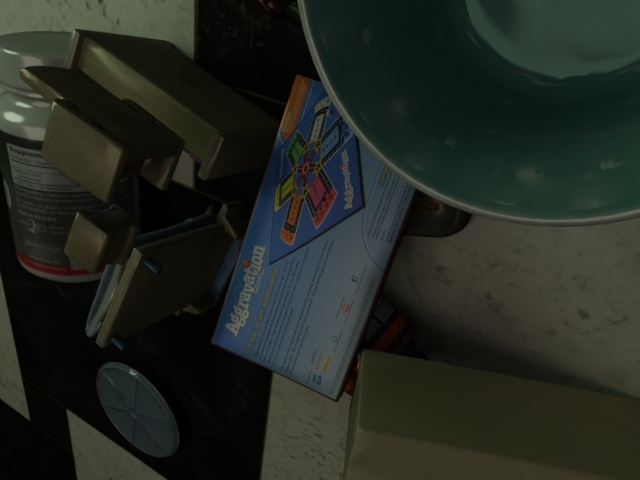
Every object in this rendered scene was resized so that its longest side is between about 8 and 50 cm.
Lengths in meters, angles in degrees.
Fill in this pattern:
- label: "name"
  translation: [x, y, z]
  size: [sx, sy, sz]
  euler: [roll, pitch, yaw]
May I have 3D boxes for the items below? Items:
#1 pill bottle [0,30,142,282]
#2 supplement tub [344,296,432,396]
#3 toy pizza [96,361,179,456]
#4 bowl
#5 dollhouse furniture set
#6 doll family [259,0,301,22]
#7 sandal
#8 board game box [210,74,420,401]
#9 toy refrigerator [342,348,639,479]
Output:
- label: "pill bottle"
  translation: [-0.313, -0.104, 0.688]
  size: [0.161, 0.161, 0.283]
  euler: [22, 123, 23]
- label: "supplement tub"
  translation: [0.028, 0.097, 0.598]
  size: [0.198, 0.106, 0.106]
  euler: [41, 128, 9]
- label: "toy pizza"
  translation: [-0.322, 0.299, 0.976]
  size: [0.201, 0.032, 0.201]
  euler: [16, 121, 27]
- label: "bowl"
  translation: [0.156, -0.181, 0.340]
  size: [0.312, 0.163, 0.311]
  euler: [15, 120, 28]
- label: "dollhouse furniture set"
  translation: [-0.218, -0.033, 0.580]
  size: [0.198, 0.286, 0.303]
  euler: [36, 116, 14]
- label: "doll family"
  translation: [-0.076, -0.288, 0.503]
  size: [0.111, 0.076, 0.193]
  euler: [-29, 90, 44]
- label: "sandal"
  translation: [0.040, -0.031, 0.556]
  size: [0.219, 0.060, 0.089]
  euler: [7, 116, 30]
- label: "board game box"
  translation: [0.000, 0.000, 0.527]
  size: [0.145, 0.027, 0.281]
  euler: [22, 101, 12]
- label: "toy refrigerator"
  translation: [0.160, 0.189, 0.495]
  size: [0.270, 0.102, 0.094]
  euler: [10, 120, 1]
